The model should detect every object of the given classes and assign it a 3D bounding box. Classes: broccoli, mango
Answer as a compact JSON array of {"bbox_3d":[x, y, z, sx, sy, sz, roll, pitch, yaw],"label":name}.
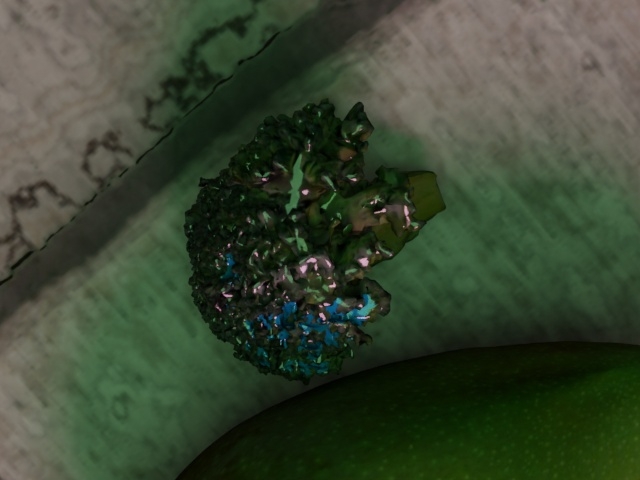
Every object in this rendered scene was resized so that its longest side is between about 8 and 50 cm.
[{"bbox_3d":[0.000,0.000,1.012,0.160,0.154,0.167,-24,107,-40],"label":"broccoli"},{"bbox_3d":[0.058,0.168,1.002,0.382,0.201,0.225,-27,123,0],"label":"mango"}]
